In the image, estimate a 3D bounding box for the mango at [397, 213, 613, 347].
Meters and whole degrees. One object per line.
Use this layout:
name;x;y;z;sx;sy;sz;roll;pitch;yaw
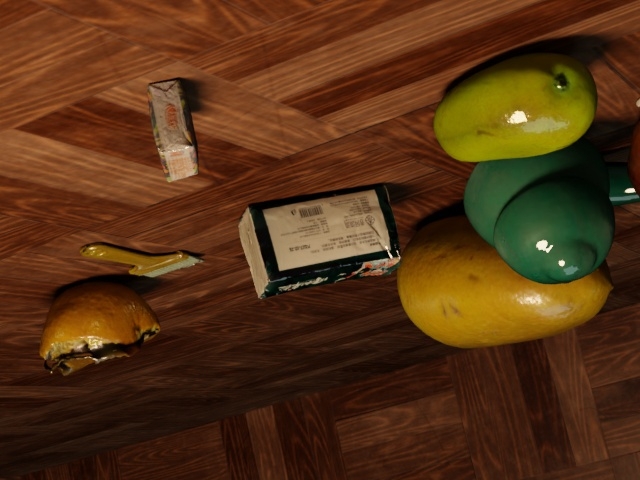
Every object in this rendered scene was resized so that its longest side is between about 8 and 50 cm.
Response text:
mango;0.241;0.055;1.781;0.253;0.182;0.365;-4;-175;-20

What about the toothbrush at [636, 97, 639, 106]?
toothbrush;0.358;-0.164;1.428;0.014;0.017;0.162;-5;166;-10

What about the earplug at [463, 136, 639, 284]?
earplug;0.276;-0.034;1.586;0.257;0.280;0.164;36;117;-27

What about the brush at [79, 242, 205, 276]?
brush;-0.224;0.022;1.677;0.083;0.010;0.218;-17;166;22

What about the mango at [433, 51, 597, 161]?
mango;0.176;-0.118;1.278;0.163;0.089;0.117;-19;166;29

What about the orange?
orange;-0.285;0.106;1.760;0.160;0.112;0.170;-19;-165;-25

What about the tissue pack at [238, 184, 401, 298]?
tissue pack;0.001;0.000;1.602;0.170;0.103;0.090;-10;161;-15

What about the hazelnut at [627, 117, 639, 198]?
hazelnut;0.430;-0.073;1.538;0.178;0.178;0.204;-21;165;32

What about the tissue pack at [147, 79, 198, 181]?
tissue pack;-0.121;-0.091;1.154;0.035;0.063;0.083;-9;168;-5
